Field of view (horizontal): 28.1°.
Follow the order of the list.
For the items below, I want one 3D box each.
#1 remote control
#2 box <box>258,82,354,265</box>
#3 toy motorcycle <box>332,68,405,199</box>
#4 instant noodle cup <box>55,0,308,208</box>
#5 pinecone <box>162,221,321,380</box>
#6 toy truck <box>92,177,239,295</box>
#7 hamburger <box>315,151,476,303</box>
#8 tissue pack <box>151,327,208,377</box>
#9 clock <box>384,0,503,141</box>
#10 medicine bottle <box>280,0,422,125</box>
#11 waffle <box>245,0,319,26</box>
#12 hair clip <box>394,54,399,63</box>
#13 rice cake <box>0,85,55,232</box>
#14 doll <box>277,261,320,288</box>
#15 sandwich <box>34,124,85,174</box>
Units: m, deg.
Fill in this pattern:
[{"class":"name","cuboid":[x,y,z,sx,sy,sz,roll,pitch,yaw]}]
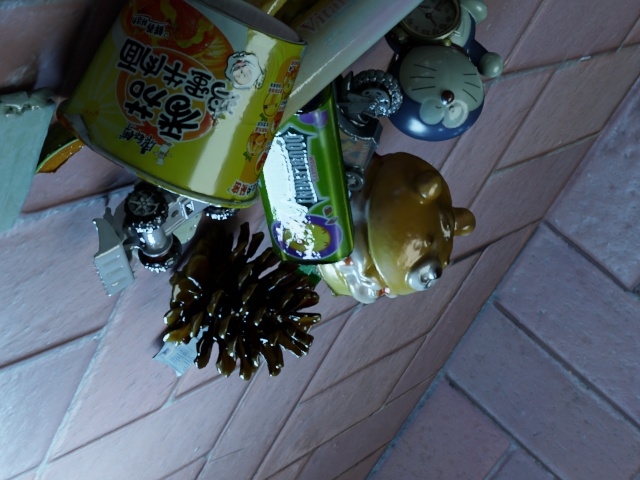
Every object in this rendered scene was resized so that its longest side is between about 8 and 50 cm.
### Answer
[{"class":"remote control","cuboid":[-0.230,-0.015,1.911,0.122,0.032,0.074,-27,151,-48]},{"class":"box","cuboid":[-0.030,-0.103,1.865,0.345,0.134,0.097,81,14,-51]},{"class":"toy motorcycle","cuboid":[0.010,-0.165,1.961,0.307,0.173,0.108,119,-6,-45]},{"class":"instant noodle cup","cuboid":[-0.144,-0.184,1.472,0.200,0.264,0.264,-62,158,14]},{"class":"pinecone","cuboid":[-0.121,0.112,2.061,0.264,0.264,0.264,-41,160,-19]},{"class":"toy truck","cuboid":[-0.212,-0.052,1.762,0.286,0.111,0.136,-40,152,-19]},{"class":"hamburger","cuboid":[0.128,-0.027,2.211,0.276,0.237,0.276,4,85,-62]},{"class":"tissue pack","cuboid":[-0.236,0.184,2.288,0.122,0.026,0.193,-47,161,-6]},{"class":"clock","cuboid":[0.183,-0.271,1.983,0.146,0.200,0.243,110,-12,-72]},{"class":"medicine bottle","cuboid":[0.053,-0.308,1.690,0.426,0.108,0.108,-42,160,-15]},{"class":"waffle","cuboid":[-0.010,-0.327,1.750,0.168,0.057,0.274,-49,161,1]},{"class":"hair clip","cuboid":[0.130,-0.278,2.198,0.054,0.022,0.137,-26,151,-41]},{"class":"rice cake","cuboid":[-0.377,-0.082,1.462,0.124,0.038,0.211,-27,151,-45]},{"class":"doll","cuboid":[-0.002,0.005,2.324,0.186,0.106,0.134,-53,170,-41]},{"class":"sandwich","cuboid":[-0.319,-0.110,1.546,0.101,0.026,0.069,-43,173,-10]}]
